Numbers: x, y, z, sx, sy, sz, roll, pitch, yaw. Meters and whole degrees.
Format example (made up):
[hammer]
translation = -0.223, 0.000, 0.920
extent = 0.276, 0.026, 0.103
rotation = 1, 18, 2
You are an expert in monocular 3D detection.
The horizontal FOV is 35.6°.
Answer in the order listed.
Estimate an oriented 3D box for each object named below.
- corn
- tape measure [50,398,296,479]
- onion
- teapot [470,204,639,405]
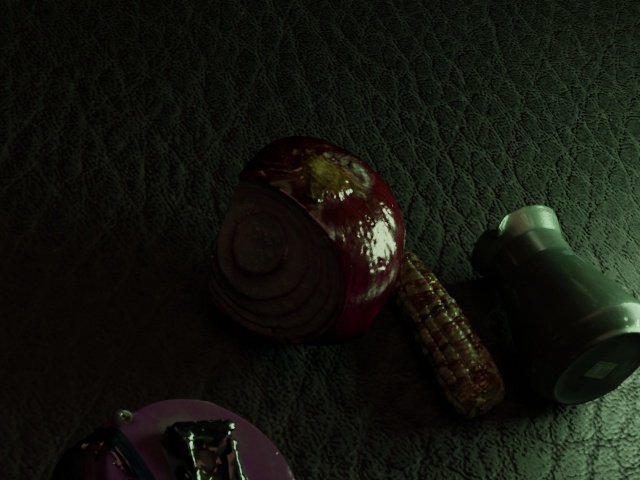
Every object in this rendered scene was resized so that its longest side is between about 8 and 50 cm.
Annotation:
[corn]
translation = 0.149, 0.112, 1.242
extent = 0.079, 0.079, 0.237
rotation = -10, 51, -25
[tape measure]
translation = -0.126, 0.273, 0.940
extent = 0.231, 0.149, 0.245
rotation = 0, 48, -39
[onion]
translation = 0.003, -0.002, 1.169
extent = 0.206, 0.216, 0.207
rotation = 33, 43, 10
[teapot]
translation = 0.308, 0.081, 1.272
extent = 0.203, 0.171, 0.225
rotation = 22, 32, -44
